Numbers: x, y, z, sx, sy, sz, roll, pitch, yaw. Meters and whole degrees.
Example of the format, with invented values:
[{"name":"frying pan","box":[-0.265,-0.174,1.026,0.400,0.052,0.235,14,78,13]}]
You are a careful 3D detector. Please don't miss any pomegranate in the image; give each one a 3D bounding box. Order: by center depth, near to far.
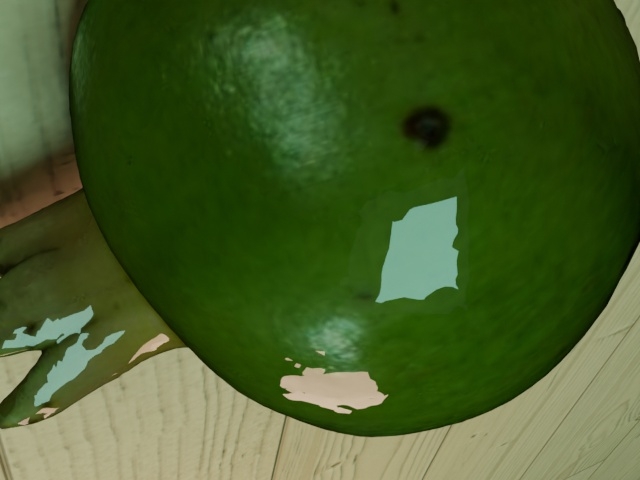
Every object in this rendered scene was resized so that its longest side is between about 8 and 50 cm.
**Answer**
[{"name":"pomegranate","box":[0.000,0.000,0.483,0.358,0.216,0.310,-30,155,0]}]
